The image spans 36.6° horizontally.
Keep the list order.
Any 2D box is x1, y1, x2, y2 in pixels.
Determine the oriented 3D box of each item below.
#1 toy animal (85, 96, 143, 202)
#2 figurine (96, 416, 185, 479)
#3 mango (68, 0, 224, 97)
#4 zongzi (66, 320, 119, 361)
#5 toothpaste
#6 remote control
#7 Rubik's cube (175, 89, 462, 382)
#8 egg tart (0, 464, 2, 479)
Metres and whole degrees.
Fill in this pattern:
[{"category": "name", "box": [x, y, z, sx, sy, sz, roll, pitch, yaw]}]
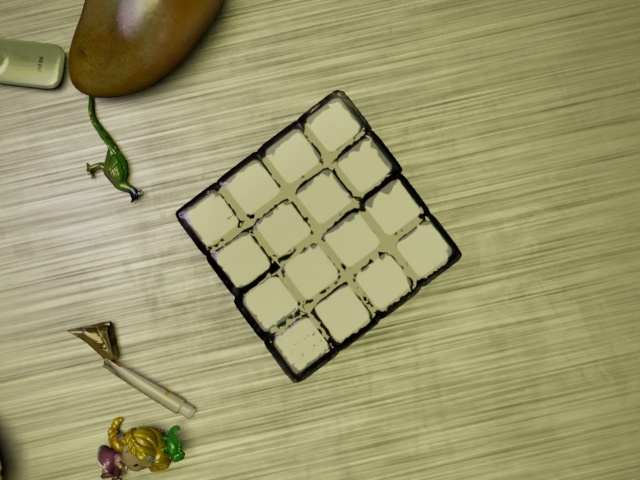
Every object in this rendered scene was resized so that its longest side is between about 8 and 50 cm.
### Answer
[{"category": "toy animal", "box": [-0.411, -0.162, 1.807, 0.075, 0.041, 0.217, -29, 83, -3]}, {"category": "figurine", "box": [-0.323, 0.365, 1.754, 0.156, 0.095, 0.115, -19, 65, 17]}, {"category": "mango", "box": [-0.319, -0.412, 1.747, 0.221, 0.199, 0.384, 44, 100, -5]}, {"category": "zongzi", "box": [-0.416, 0.192, 1.777, 0.083, 0.040, 0.076, -11, 85, -24]}, {"category": "toothpaste", "box": [-0.316, 0.272, 1.783, 0.190, 0.048, 0.031, 30, 60, 0]}, {"category": "remote control", "box": [-0.632, -0.339, 1.817, 0.309, 0.038, 0.090, 8, 87, 1]}, {"category": "Rubik's cube", "box": [0.000, 0.000, 1.646, 0.344, 0.344, 0.337, -38, 88, 0]}, {"category": "egg tart", "box": [-0.702, 0.433, 1.729, 0.295, 0.116, 0.295, -2, 74, 6]}]
